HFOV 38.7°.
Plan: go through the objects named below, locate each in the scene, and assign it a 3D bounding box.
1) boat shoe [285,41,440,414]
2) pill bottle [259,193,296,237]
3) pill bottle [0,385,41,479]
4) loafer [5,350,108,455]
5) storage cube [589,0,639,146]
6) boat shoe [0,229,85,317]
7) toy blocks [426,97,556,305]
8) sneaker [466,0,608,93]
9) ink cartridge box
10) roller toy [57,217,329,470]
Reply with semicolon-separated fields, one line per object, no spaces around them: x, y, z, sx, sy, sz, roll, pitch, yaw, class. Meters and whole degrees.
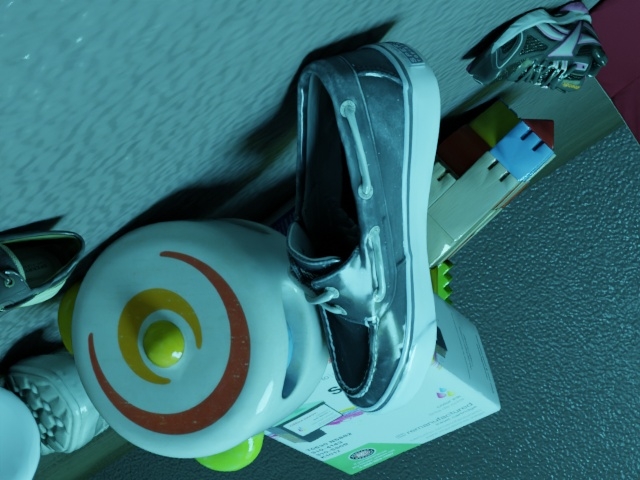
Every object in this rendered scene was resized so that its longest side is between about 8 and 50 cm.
0.021;0.008;0.676;0.102;0.108;0.301;-18;124;-34;boat shoe
0.000;0.000;0.962;0.187;0.112;0.112;-37;171;31;pill bottle
-0.357;0.230;0.917;0.130;0.130;0.245;-28;170;-29;pill bottle
-0.266;0.161;0.971;0.111;0.112;0.319;-34;-179;-26;loafer
0.424;-0.223;0.977;0.215;0.183;0.193;-27;171;-36;storage cube
-0.201;0.021;0.552;0.049;0.056;0.152;-42;178;25;boat shoe
0.179;-0.064;1.140;0.261;0.190;0.381;-45;172;13;toy blocks
0.219;-0.175;0.869;0.178;0.077;0.072;-26;169;-34;sneaker
0.027;0.123;0.940;0.201;0.117;0.278;-29;140;22;ink cartridge box
-0.100;0.074;0.754;0.191;0.209;0.146;-47;167;16;roller toy
